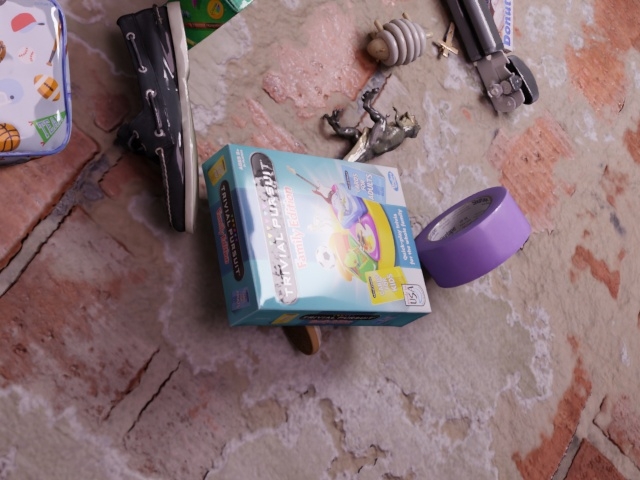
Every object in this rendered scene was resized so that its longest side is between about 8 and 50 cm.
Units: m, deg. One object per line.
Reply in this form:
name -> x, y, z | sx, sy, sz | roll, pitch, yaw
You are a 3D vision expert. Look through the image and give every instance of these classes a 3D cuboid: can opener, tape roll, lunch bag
can opener -> 0.320, -0.375, 1.823 | 0.093, 0.074, 0.280 | -34, 100, -39
tape roll -> 0.257, -0.007, 1.631 | 0.189, 0.189, 0.080 | -43, 105, -33
lunch bag -> -0.464, -0.215, 1.212 | 0.304, 0.115, 0.243 | -6, 94, -36

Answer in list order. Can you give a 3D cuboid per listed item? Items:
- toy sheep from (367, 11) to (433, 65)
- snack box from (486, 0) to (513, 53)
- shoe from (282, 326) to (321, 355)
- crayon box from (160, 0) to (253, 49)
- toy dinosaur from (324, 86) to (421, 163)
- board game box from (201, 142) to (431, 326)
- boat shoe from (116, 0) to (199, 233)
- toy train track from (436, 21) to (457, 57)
toy sheep -> 0.142, -0.353, 1.692 | 0.132, 0.091, 0.091 | -21, 92, -17
snack box -> 0.352, -0.462, 1.896 | 0.064, 0.022, 0.178 | 12, 73, -31
shoe -> -0.040, 0.070, 1.480 | 0.058, 0.077, 0.219 | -22, 90, -31
crayon box -> -0.108, -0.424, 1.487 | 0.081, 0.165, 0.278 | 51, 57, -15
toy dinosaur -> 0.076, -0.184, 1.628 | 0.268, 0.064, 0.118 | -36, 107, -31
board game box -> 0.000, 0.000, 1.449 | 0.336, 0.079, 0.253 | 4, 65, -40
boat shoe -> -0.239, -0.175, 1.381 | 0.113, 0.127, 0.339 | -5, 90, -6
toy train track -> 0.240, -0.377, 1.808 | 0.048, 0.014, 0.083 | 28, 59, -19
